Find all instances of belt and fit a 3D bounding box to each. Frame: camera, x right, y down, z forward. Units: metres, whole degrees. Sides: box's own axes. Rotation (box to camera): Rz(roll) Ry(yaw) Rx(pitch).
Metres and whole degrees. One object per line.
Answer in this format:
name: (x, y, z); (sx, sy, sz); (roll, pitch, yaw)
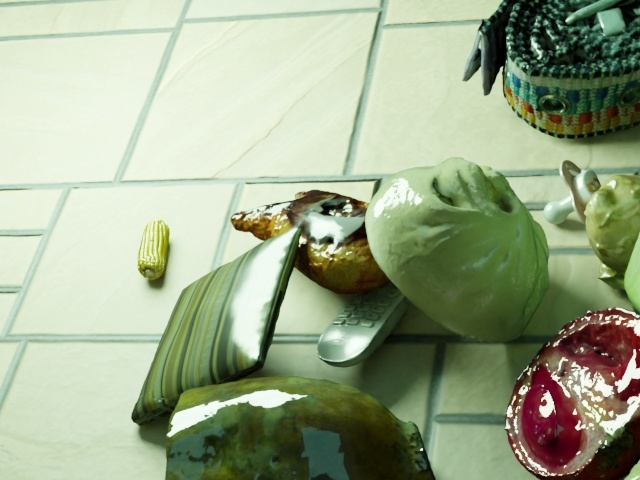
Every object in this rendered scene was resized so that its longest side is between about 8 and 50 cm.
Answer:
belt: (0.349, -0.240, 1.716); (0.295, 0.160, 0.207); (-27, 62, -12)

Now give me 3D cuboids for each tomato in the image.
tomato: (0.280, 0.164, 1.324); (0.189, 0.099, 0.173); (-45, 30, 17)

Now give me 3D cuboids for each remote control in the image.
remote control: (0.075, 0.073, 1.535); (0.073, 0.044, 0.229); (-2, 32, 39)

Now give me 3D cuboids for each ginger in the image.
ginger: (0.378, -0.036, 1.525); (0.115, 0.122, 0.193); (5, 36, 48)

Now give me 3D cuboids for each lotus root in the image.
lotus root: (-0.012, 0.244, 1.304); (0.260, 0.149, 0.267); (-7, 46, 9)

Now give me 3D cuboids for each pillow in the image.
pillow: (-0.112, 0.095, 1.496); (0.212, 0.052, 0.208); (-29, 30, 38)

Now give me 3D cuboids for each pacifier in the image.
pacifier: (0.301, -0.043, 1.593); (0.078, 0.081, 0.099); (-33, 59, 28)

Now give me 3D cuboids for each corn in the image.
corn: (-0.208, 0.011, 1.678); (0.037, 0.037, 0.092); (-4, 44, 10)

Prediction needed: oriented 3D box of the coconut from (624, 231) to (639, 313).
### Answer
coconut: (0.452, 0.021, 1.321); (0.281, 0.328, 0.328); (14, 46, 2)

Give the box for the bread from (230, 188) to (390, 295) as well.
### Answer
bread: (0.009, -0.001, 1.584); (0.139, 0.095, 0.269); (-16, 17, -27)

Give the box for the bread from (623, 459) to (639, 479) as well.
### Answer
bread: (0.427, 0.277, 1.143); (0.338, 0.155, 0.187); (23, 50, 34)

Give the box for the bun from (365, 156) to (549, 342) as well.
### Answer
bun: (0.164, -0.006, 1.466); (0.231, 0.133, 0.231); (25, 40, -23)
